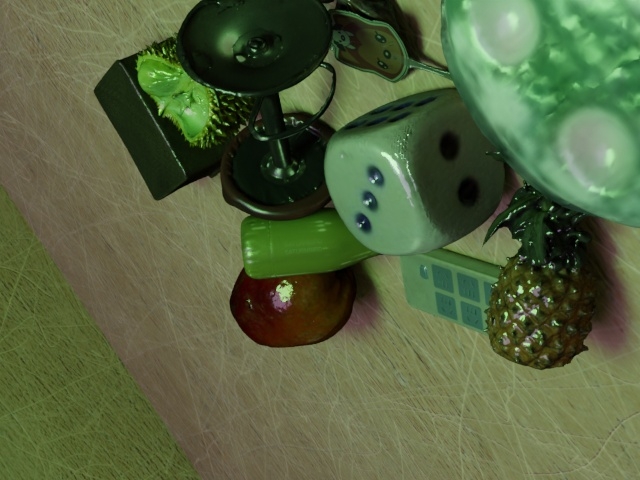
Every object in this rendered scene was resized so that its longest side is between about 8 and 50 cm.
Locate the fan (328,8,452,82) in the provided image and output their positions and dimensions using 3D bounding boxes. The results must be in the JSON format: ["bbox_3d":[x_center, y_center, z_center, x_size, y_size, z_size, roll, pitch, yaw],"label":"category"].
[{"bbox_3d":[0.104,-0.267,1.359,0.220,0.009,0.132,24,157,18],"label":"fan"}]

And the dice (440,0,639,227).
[{"bbox_3d":[0.332,-0.227,0.836,0.328,0.330,0.348,55,147,4],"label":"dice"}]

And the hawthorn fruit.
[{"bbox_3d":[-0.062,0.107,1.750,0.261,0.224,0.224,-34,89,20],"label":"hawthorn fruit"}]

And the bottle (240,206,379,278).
[{"bbox_3d":[0.000,0.000,1.589,0.112,0.260,0.112,-5,-90,-88],"label":"bottle"}]

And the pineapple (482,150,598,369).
[{"bbox_3d":[0.301,-0.007,1.270,0.165,0.165,0.364,23,127,42],"label":"pineapple"}]

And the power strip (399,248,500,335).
[{"bbox_3d":[0.230,0.080,1.520,0.270,0.046,0.118,19,133,46],"label":"power strip"}]

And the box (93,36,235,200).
[{"bbox_3d":[-0.310,-0.238,1.886,0.273,0.143,0.184,60,148,-2],"label":"box"}]

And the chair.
[{"bbox_3d":[-0.075,-0.189,1.487,0.226,0.226,0.401,41,160,25],"label":"chair"}]

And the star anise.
[{"bbox_3d":[0.055,-0.359,1.354,0.181,0.061,0.204,24,138,34],"label":"star anise"}]

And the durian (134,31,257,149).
[{"bbox_3d":[-0.206,-0.280,1.675,0.237,0.176,0.200,34,151,42],"label":"durian"}]

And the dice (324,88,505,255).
[{"bbox_3d":[0.135,-0.099,1.351,0.193,0.194,0.191,4,120,55],"label":"dice"}]
